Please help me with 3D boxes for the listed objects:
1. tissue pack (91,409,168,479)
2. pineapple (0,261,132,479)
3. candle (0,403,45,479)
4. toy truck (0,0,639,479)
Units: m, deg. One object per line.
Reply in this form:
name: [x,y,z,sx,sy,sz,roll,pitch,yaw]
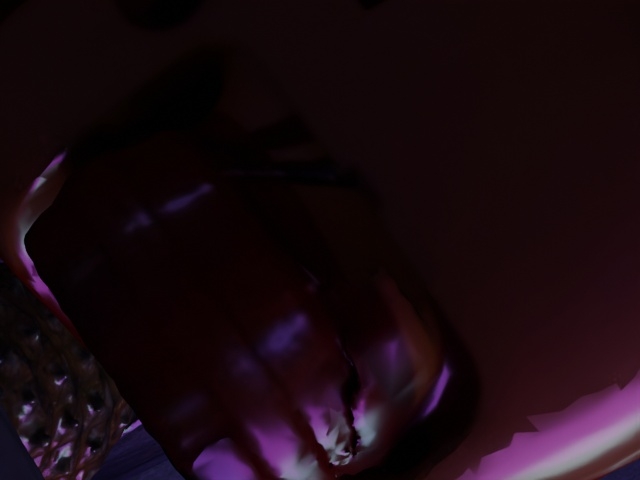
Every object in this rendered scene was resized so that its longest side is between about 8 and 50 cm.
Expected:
tissue pack: [-0.091,0.080,1.509,0.288,0.124,0.394,-28,173,-10]
pineapple: [-0.215,0.074,1.006,0.170,0.141,0.310,-27,167,23]
candle: [-0.174,0.100,0.514,0.221,0.342,0.221,-31,168,-7]
toy truck: [0.004,-0.053,0.465,0.189,0.265,0.239,-35,163,-5]
